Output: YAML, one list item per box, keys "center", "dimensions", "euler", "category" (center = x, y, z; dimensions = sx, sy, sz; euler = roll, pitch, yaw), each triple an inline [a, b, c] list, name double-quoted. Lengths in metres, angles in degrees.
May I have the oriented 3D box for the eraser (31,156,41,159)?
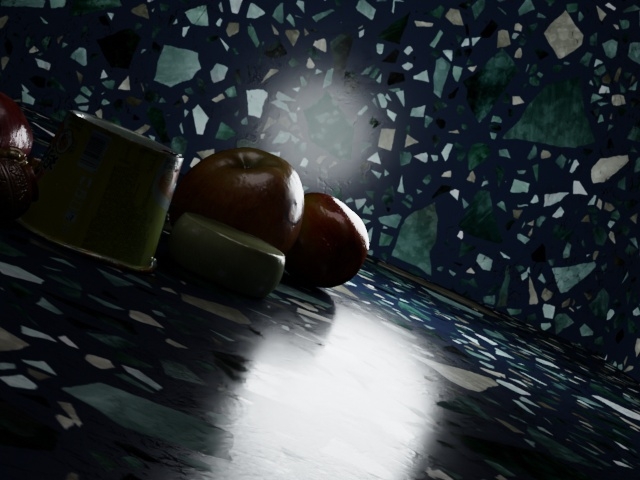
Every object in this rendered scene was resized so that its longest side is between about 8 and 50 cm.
- center: [-0.502, -0.115, 2.279]
  dimensions: [0.230, 0.038, 0.157]
  euler: [26, 5, 21]
  category: "eraser"

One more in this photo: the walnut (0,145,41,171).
- center: [-0.564, -0.133, 2.008]
  dimensions: [0.170, 0.069, 0.143]
  euler: [20, 7, -12]
  category: "walnut"

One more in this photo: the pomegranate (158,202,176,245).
- center: [-0.366, -0.078, 2.033]
  dimensions: [0.191, 0.131, 0.152]
  euler: [32, 2, 5]
  category: "pomegranate"

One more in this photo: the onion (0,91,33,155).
- center: [-0.687, -0.238, 2.117]
  dimensions: [0.248, 0.161, 0.248]
  euler: [43, 10, -10]
  category: "onion"

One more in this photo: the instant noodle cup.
- center: [-0.359, -0.089, 1.739]
  dimensions: [0.264, 0.200, 0.264]
  euler: [22, 5, -2]
  category: "instant noodle cup"

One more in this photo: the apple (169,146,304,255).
- center: [-0.169, -0.077, 2.255]
  dimensions: [0.277, 0.250, 0.309]
  euler: [25, 6, 0]
  category: "apple"

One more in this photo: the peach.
- center: [0.000, 0.000, 2.449]
  dimensions: [0.231, 0.231, 0.231]
  euler: [24, 5, -2]
  category: "peach"

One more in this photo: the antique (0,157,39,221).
- center: [-0.485, -0.077, 1.602]
  dimensions: [0.104, 0.104, 0.104]
  euler: [24, 5, -2]
  category: "antique"

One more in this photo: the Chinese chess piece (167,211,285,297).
- center: [-0.180, 0.026, 2.003]
  dimensions: [0.237, 0.092, 0.238]
  euler: [24, 6, -3]
  category: "Chinese chess piece"
